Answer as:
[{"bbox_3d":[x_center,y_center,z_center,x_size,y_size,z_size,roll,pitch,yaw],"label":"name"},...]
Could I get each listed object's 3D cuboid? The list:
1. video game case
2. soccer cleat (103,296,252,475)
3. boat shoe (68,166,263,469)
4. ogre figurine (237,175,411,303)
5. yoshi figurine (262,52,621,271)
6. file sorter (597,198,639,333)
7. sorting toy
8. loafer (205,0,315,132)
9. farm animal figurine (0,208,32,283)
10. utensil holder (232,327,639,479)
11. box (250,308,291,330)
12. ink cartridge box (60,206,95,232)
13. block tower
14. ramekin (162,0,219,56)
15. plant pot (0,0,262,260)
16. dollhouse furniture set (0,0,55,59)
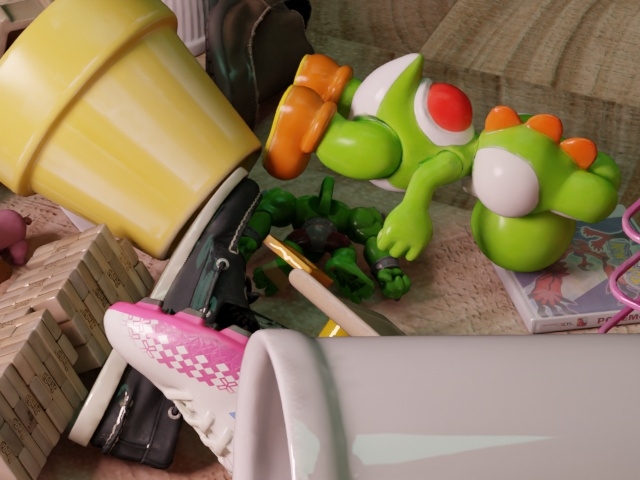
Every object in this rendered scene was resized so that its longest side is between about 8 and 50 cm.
[{"bbox_3d":[0.285,0.027,1.835,0.183,0.023,0.201,-5,35,-13],"label":"video game case"},{"bbox_3d":[-0.053,0.164,1.451,0.331,0.116,0.143,24,81,2],"label":"soccer cleat"},{"bbox_3d":[-0.115,0.077,1.603,0.113,0.127,0.340,30,50,-2],"label":"boat shoe"},{"bbox_3d":[0.000,0.000,1.786,0.197,0.097,0.118,-2,45,12],"label":"ogre figurine"},{"bbox_3d":[0.129,-0.062,1.765,0.362,0.204,0.203,17,-9,6],"label":"yoshi figurine"},{"bbox_3d":[0.367,0.095,1.511,0.202,0.291,0.182,28,44,31],"label":"file sorter"},{"bbox_3d":[0.064,0.113,1.585,0.347,0.047,0.196,40,5,37],"label":"sorting toy"},{"bbox_3d":[-0.071,-0.250,2.107,0.130,0.134,0.366,5,34,2],"label":"loafer"},{"bbox_3d":[-0.453,-0.017,1.694,0.326,0.172,0.330,-6,35,-14],"label":"farm animal figurine"},{"bbox_3d":[0.143,0.227,1.267,0.385,0.328,0.328,0,34,-10],"label":"utensil holder"},{"bbox_3d":[-0.101,0.099,1.686,0.137,0.027,0.094,24,39,28],"label":"box"},{"bbox_3d":[-0.208,-0.075,1.902,0.180,0.060,0.104,-17,40,-28],"label":"ink cartridge box"},{"bbox_3d":[-0.269,0.109,1.574,0.097,0.091,0.335,-20,24,26],"label":"block tower"},{"bbox_3d":[-0.233,-0.332,2.235,0.207,0.109,0.207,3,34,-2],"label":"ramekin"},{"bbox_3d":[-0.201,-0.114,1.736,0.239,0.254,0.254,41,42,3],"label":"plant pot"},{"bbox_3d":[-0.318,-0.177,2.018,0.262,0.135,0.259,-16,50,-27],"label":"dollhouse furniture set"}]
